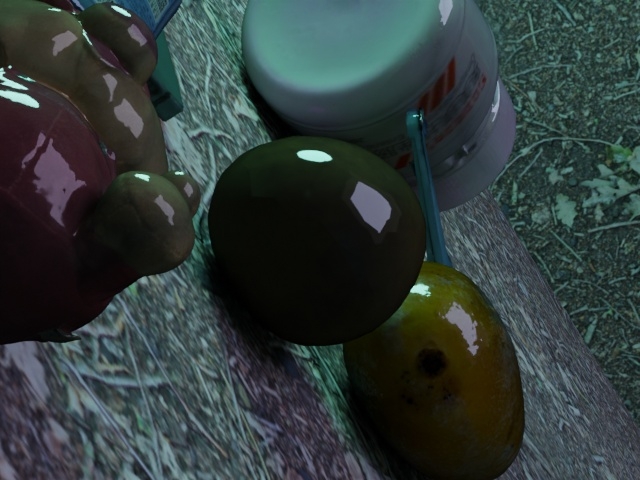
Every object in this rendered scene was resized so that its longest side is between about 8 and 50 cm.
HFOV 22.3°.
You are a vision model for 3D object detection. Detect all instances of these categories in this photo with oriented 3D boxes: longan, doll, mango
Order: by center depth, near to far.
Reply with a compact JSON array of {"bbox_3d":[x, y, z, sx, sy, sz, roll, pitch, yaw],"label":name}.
[{"bbox_3d":[-0.147,-0.052,0.819,0.256,0.152,0.196,-98,168,-72],"label":"doll"},{"bbox_3d":[0.000,0.000,1.284,0.189,0.189,0.189,56,12,-18],"label":"longan"},{"bbox_3d":[0.108,0.132,1.486,0.316,0.146,0.193,68,-2,-63],"label":"mango"}]

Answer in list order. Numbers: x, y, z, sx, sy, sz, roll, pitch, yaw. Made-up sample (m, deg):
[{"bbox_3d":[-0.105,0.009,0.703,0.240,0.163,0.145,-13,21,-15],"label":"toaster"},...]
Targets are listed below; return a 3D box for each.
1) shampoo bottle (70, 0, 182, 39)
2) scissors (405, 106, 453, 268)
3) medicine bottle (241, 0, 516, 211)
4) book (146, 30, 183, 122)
[{"bbox_3d":[-0.155,-0.191,1.235,0.104,0.061,0.258,59,23,-21],"label":"shampoo bottle"},{"bbox_3d":[0.128,0.054,1.713,0.180,0.032,0.393,-51,132,-76],"label":"scissors"},{"bbox_3d":[0.079,-0.187,1.858,0.325,0.256,0.256,48,16,-57],"label":"medicine bottle"},{"bbox_3d":[-0.239,-0.291,1.322,0.379,0.031,0.264,50,16,-40],"label":"book"}]
